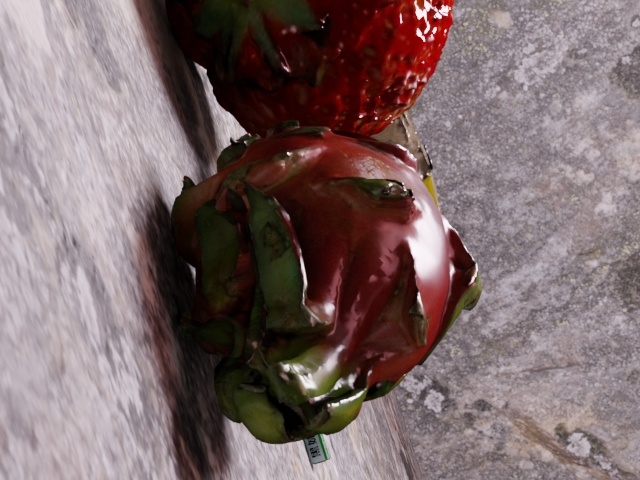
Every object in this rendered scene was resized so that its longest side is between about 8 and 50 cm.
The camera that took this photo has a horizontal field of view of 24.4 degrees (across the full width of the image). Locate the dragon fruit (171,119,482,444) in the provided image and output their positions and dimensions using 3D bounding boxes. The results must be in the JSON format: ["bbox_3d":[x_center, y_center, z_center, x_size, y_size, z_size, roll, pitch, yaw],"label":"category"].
[{"bbox_3d":[-0.019,0.017,0.920,0.200,0.198,0.269,39,28,11],"label":"dragon fruit"}]

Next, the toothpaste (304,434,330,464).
[{"bbox_3d":[-0.011,0.160,1.332,0.020,0.017,0.083,55,17,-80],"label":"toothpaste"}]

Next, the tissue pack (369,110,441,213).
[{"bbox_3d":[0.037,-0.047,1.682,0.271,0.192,0.134,59,12,-71],"label":"tissue pack"}]

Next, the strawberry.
[{"bbox_3d":[0.005,-0.197,1.320,0.288,0.238,0.250,29,27,-56],"label":"strawberry"}]

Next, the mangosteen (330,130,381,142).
[{"bbox_3d":[0.000,0.000,1.238,0.200,0.199,0.200,-18,90,-86],"label":"mangosteen"}]
